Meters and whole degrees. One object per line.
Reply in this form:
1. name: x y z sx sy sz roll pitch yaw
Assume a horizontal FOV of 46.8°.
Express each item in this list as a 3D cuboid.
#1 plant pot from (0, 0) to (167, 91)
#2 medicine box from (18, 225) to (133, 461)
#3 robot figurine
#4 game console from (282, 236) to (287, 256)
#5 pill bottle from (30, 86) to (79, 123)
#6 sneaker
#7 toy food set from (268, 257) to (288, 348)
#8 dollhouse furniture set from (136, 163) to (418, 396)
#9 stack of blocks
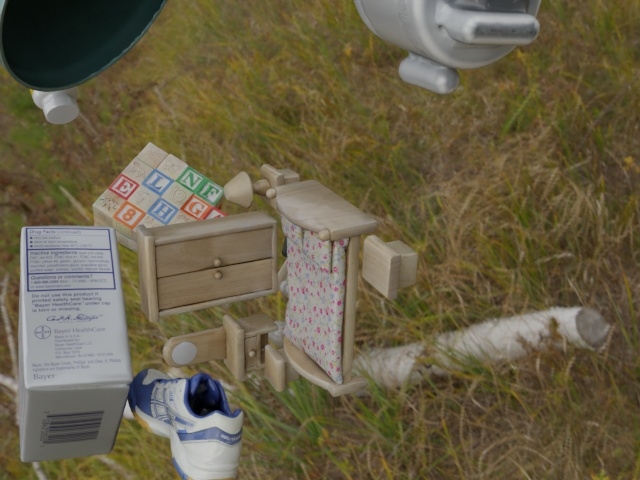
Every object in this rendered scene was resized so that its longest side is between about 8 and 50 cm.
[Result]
1. plant pot: -0.343 -0.364 0.925 0.196 0.293 0.293 41 80 9
2. medicine box: -0.405 0.165 1.189 0.263 0.149 0.289 118 145 -47
3. robot figurine: 0.168 -0.360 1.037 0.200 0.299 0.353 -1 24 -22
4. game console: 0.000 0.000 1.374 0.122 0.107 0.071 -4 80 14
5. pill bottle: -0.390 -0.229 1.072 0.065 0.065 0.116 -30 71 12
6. sneaker: -0.200 0.253 1.145 0.296 0.112 0.130 28 106 47
7. toy food set: -0.039 0.095 1.441 0.219 0.093 0.306 -58 18 26
8. dollhouse furniture set: -0.071 0.096 0.817 0.174 0.303 0.355 -10 25 -25
9. stack of blocks: -0.245 -0.027 1.366 0.171 0.297 0.087 -56 -4 -29
